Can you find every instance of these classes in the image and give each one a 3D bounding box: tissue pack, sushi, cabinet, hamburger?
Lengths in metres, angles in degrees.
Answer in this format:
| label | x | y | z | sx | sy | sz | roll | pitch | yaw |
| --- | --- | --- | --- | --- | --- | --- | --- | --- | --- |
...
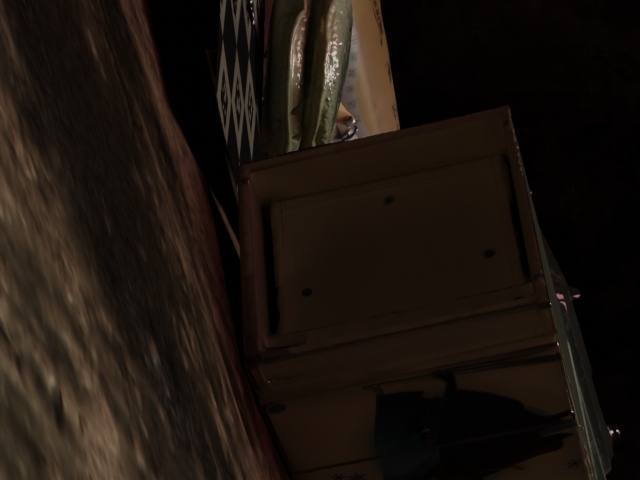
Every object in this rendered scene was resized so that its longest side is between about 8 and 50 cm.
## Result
| label | x | y | z | sx | sy | sz | roll | pitch | yaw |
| --- | --- | --- | --- | --- | --- | --- | --- | --- | --- |
| tissue pack | -0.008 | -0.171 | 1.432 | 0.215 | 0.123 | 0.257 | -97 | 169 | -60 |
| sushi | -0.062 | -0.147 | 0.994 | 0.192 | 0.043 | 0.279 | 82 | 8 | -62 |
| cabinet | 0.055 | 0.064 | 0.923 | 0.206 | 0.145 | 0.150 | 69 | 12 | -46 |
| hamburger | -0.008 | -0.107 | 1.077 | 0.084 | 0.054 | 0.121 | 105 | -5 | -58 |

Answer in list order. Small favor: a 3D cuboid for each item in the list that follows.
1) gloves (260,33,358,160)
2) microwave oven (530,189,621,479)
| label | x | y | z | sx | sy | sz | roll | pitch | yaw |
| --- | --- | --- | --- | --- | --- | --- | --- | --- | --- |
| gloves | -0.022 | -0.086 | 1.211 | 0.153 | 0.070 | 0.114 | 98 | -33 | -82 |
| microwave oven | 0.142 | 0.102 | 1.710 | 0.355 | 0.218 | 0.286 | -99 | 173 | -68 |
